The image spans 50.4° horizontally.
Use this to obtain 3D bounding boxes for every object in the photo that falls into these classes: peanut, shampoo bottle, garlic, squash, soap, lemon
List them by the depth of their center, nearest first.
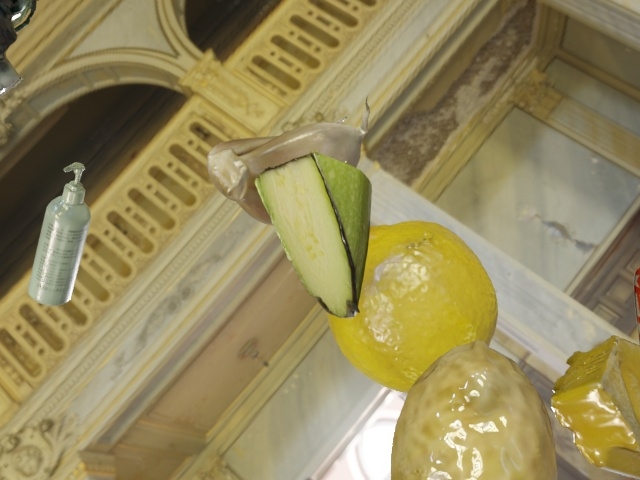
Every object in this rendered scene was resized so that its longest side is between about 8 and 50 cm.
[{"bbox_3d":[0.069,0.142,0.328,0.089,0.089,0.193,-16,-64,-56],"label":"peanut"},{"bbox_3d":[0.019,-0.012,0.748,0.085,0.184,0.192,-25,9,-21],"label":"squash"},{"bbox_3d":[-0.319,-0.010,0.851,0.056,0.056,0.195,-17,-43,-56],"label":"shampoo bottle"},{"bbox_3d":[0.396,0.212,0.853,0.257,0.160,0.080,22,-45,-29],"label":"soap"},{"bbox_3d":[0.145,0.106,1.092,0.293,0.293,0.293,-43,-24,-24],"label":"lemon"},{"bbox_3d":[-0.069,-0.177,1.429,0.339,0.231,0.246,-31,-41,-12],"label":"garlic"}]

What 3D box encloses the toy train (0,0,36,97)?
[{"bbox_3d":[-0.413,-0.236,0.580,0.307,0.248,0.174,61,-154,-30],"label":"toy train"}]

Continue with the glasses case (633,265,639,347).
[{"bbox_3d":[0.351,0.109,0.656,0.049,0.073,0.195,-24,-71,-34],"label":"glasses case"}]
